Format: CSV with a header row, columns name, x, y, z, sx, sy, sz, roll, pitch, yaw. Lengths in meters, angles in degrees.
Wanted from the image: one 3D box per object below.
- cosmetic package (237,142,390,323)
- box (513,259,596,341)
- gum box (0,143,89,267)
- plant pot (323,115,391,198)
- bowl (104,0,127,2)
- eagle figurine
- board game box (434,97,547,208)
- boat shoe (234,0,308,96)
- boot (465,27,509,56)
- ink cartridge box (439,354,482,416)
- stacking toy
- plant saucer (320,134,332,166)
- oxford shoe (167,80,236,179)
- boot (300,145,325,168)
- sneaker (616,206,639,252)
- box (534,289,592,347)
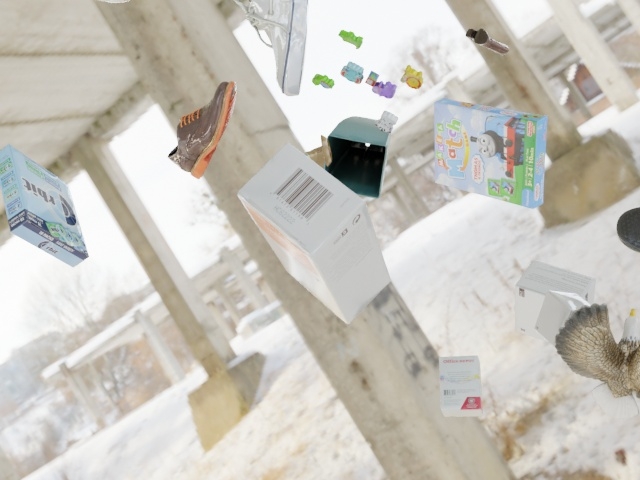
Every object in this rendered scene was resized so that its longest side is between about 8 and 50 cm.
name,x,y,z,sx,sy,sz,roll,pitch,yaw
cosmetic package,0.000,0.000,1.813,0.161,0.230,0.453,-47,-25,-9
box,0.625,0.174,2.158,0.119,0.182,0.180,-46,-40,-34
gum box,-0.489,-0.059,1.416,0.041,0.184,0.157,-33,-34,8
plant pot,0.118,-0.256,2.303,0.234,0.166,0.165,-64,-16,-57
bowl,-0.361,-0.454,1.348,0.170,0.170,0.080,-37,30,52
eagle figurine,0.639,0.247,1.693,0.226,0.225,0.298,-29,-23,23
board game box,0.296,-0.157,1.431,0.039,0.160,0.212,-27,33,-37
boat shoe,-0.104,-0.486,1.681,0.157,0.366,0.136,2,8,1
boot,0.419,-0.474,1.953,0.037,0.114,0.106,-60,25,17
ink cartridge box,0.453,0.469,2.603,0.128,0.176,0.127,-4,-23,14
stacking toy,0.105,-0.354,1.793,0.167,0.221,0.052,-61,2,-30
plant saucer,0.016,-0.229,2.041,0.015,0.083,0.083,-11,-1,7
oxford shoe,-0.258,-0.244,1.737,0.271,0.098,0.096,-56,12,40
boot,-0.001,-0.245,2.683,0.270,0.089,0.236,-22,-14,-31
sneaker,0.626,0.001,1.327,0.270,0.090,0.145,2,-7,17
box,0.551,0.179,1.807,0.087,0.101,0.102,7,20,-20
